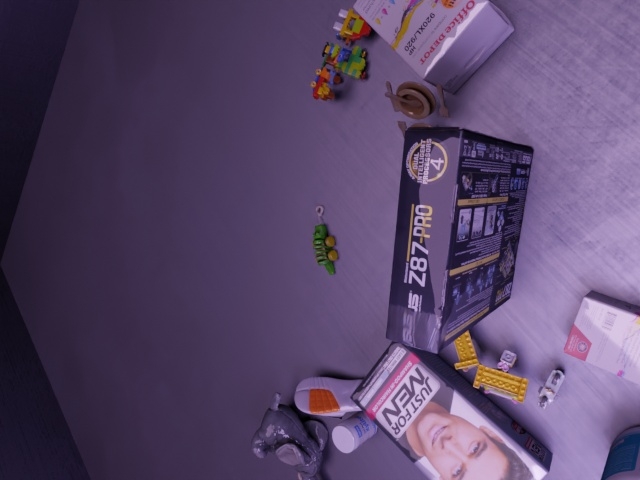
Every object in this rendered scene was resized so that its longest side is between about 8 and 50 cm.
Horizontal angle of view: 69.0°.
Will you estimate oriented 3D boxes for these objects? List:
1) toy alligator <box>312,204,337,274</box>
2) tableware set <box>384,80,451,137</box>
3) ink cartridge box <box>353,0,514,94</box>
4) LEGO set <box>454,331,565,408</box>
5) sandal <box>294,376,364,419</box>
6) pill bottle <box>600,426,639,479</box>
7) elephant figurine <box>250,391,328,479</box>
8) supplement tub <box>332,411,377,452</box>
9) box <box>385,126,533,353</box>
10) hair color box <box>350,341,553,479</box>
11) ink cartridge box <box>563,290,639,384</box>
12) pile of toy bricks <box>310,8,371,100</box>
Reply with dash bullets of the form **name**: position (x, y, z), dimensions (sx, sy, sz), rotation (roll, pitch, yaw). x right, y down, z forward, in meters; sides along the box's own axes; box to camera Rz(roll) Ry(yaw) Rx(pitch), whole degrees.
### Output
- **toy alligator**: position (0.000, 0.000, 1.223), dimensions (0.056, 0.051, 0.189), rotation (-13, 87, 38)
- **tableware set**: position (0.202, -0.240, 0.962), dimensions (0.128, 0.194, 0.039), rotation (18, 65, 36)
- **ink cartridge box**: position (0.223, -0.442, 0.921), dimensions (0.171, 0.168, 0.232), rotation (-48, 67, 31)
- **LEGO set**: position (0.346, 0.249, 0.972), dimensions (0.132, 0.107, 0.287), rotation (-48, 56, -6)
- **sandal**: position (0.059, 0.415, 1.203), dimensions (0.266, 0.101, 0.076), rotation (-6, 135, 24)
- **pill bottle**: position (0.517, 0.407, 0.724), dimensions (0.146, 0.264, 0.146), rotation (5, 98, 39)
- **elephant figurine**: position (-0.057, 0.572, 1.292), dimensions (0.240, 0.186, 0.169), rotation (25, 67, 23)
- **supplement tub**: position (0.088, 0.480, 1.173), dimensions (0.071, 0.107, 0.070), rotation (5, 98, 38)
- **box**: position (0.256, -0.017, 0.800), dimensions (0.097, 0.395, 0.317), rotation (9, 102, 36)
- **hair color box**: position (0.266, 0.394, 0.993), dimensions (0.374, 0.114, 0.185), rotation (40, 103, 27)
- **ink cartridge box**: position (0.547, 0.179, 0.801), dimensions (0.198, 0.067, 0.115), rotation (24, 110, 36)
- **pile of toy bricks**: position (0.062, -0.421, 1.110), dimensions (0.105, 0.118, 0.212), rotation (23, 94, 5)
